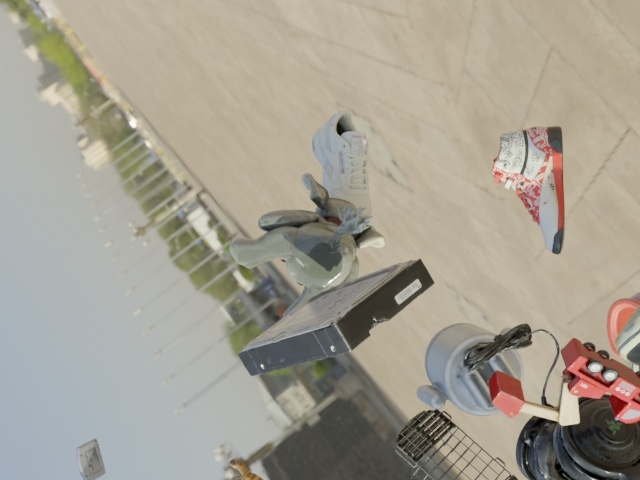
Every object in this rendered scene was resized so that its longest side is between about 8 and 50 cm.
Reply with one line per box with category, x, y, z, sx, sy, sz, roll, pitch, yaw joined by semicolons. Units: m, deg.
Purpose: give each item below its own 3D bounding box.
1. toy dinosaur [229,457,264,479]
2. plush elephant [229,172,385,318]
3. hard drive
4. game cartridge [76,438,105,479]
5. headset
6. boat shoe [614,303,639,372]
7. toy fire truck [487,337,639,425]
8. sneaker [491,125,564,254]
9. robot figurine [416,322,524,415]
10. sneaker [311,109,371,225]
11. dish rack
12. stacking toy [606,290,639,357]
toy dinosaur;-0.170;0.686;2.334;0.212;0.112;0.064;32;177;-3
plush elephant;0.000;0.000;1.900;0.272;0.330;0.255;48;-159;-7
hard drive;0.019;0.142;1.528;0.339;0.237;0.064;-26;96;54
game cartridge;-0.501;0.480;1.827;0.017;0.056;0.083;-5;101;39
headset;0.364;0.314;1.253;0.394;0.185;0.243;67;160;13
boat shoe;0.661;0.196;1.559;0.156;0.186;0.500;38;176;31
toy fire truck;0.337;0.203;1.118;0.192;0.135;0.047;29;-153;-11
sneaker;0.438;-0.104;1.769;0.090;0.145;0.269;-2;-90;-74
robot figurine;0.374;0.315;2.085;0.199;0.300;0.353;60;176;-6
sneaker;0.063;-0.179;2.057;0.152;0.114;0.305;-46;54;49
dish rack;0.282;0.487;1.783;0.271;0.074;0.208;40;-146;19
stacking toy;0.819;0.241;1.898;0.309;0.130;0.279;-5;98;61
